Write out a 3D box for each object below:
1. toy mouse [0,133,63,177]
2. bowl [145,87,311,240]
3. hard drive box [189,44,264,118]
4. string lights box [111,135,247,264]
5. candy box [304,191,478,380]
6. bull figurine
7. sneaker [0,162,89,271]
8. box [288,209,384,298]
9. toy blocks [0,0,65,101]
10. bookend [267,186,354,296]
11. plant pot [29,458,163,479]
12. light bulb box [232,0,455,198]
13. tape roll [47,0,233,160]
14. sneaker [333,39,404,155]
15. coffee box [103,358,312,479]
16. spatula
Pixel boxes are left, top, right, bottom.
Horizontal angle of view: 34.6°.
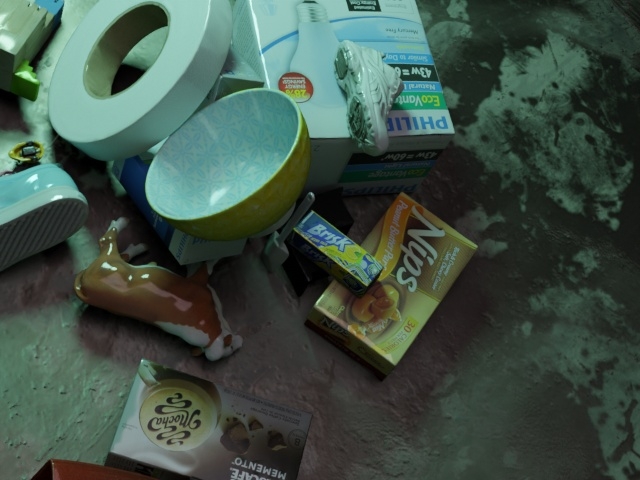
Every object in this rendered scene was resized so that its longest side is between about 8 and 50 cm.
[{"bbox_3d":[-0.517,-0.107,1.840,0.161,0.031,0.143,-19,74,-23],"label":"toy mouse"},{"bbox_3d":[-0.125,-0.096,1.691,0.289,0.156,0.289,-19,43,19],"label":"bowl"},{"bbox_3d":[-0.210,-0.268,1.876,0.089,0.181,0.232,1,35,-33],"label":"hard drive box"},{"bbox_3d":[-0.248,-0.078,1.821,0.133,0.076,0.259,-10,48,-40],"label":"string lights box"},{"bbox_3d":[0.135,0.080,1.913,0.183,0.087,0.316,36,59,4],"label":"candy box"},{"bbox_3d":[-0.263,0.088,1.780,0.310,0.101,0.188,22,51,-13],"label":"bull figurine"},{"bbox_3d":[-0.583,-0.025,1.736,0.366,0.135,0.150,-20,48,-19],"label":"sneaker"},{"bbox_3d":[0.028,0.024,1.835,0.169,0.054,0.059,37,60,10],"label":"box"},{"bbox_3d":[-0.652,-0.443,1.910,0.381,0.190,0.261,23,48,-6],"label":"toy blocks"},{"bbox_3d":[0.000,0.000,1.921,0.157,0.072,0.156,-20,70,-25],"label":"bookend"},{"bbox_3d":[-0.302,0.476,1.491,0.236,0.267,0.267,5,62,-29],"label":"plant pot"},{"bbox_3d":[0.023,-0.290,1.991,0.358,0.225,0.361,-4,64,-20],"label":"light bulb box"},{"bbox_3d":[-0.326,-0.325,1.838,0.072,0.392,0.392,39,48,-44],"label":"tape roll"},{"bbox_3d":[0.102,-0.255,1.818,0.115,0.090,0.232,-2,66,-22],"label":"sneaker"},{"bbox_3d":[-0.181,0.329,1.669,0.297,0.119,0.168,20,59,-6],"label":"coffee box"},{"bbox_3d":[-0.084,-0.063,1.832,0.019,0.242,0.168,-16,68,-36],"label":"spatula"}]
